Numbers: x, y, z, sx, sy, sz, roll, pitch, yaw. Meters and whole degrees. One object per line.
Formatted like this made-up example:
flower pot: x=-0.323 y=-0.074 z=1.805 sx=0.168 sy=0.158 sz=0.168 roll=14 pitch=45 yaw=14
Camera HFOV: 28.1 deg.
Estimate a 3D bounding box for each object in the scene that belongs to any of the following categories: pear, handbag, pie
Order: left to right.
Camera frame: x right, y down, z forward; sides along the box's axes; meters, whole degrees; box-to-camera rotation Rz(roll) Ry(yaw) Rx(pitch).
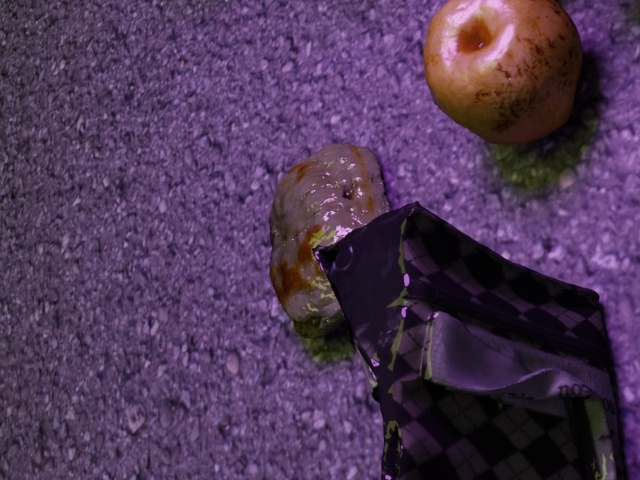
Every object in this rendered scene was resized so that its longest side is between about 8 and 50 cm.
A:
pie: x=0.000 y=0.000 z=1.537 sx=0.201 sy=0.090 sz=0.248 roll=-43 pitch=40 yaw=33
handbag: x=0.136 y=0.199 z=1.089 sx=0.180 sy=0.316 sz=0.416 roll=-24 pitch=55 yaw=34
pear: x=0.193 y=-0.180 z=1.336 sx=0.178 sy=0.178 sz=0.178 roll=-26 pitch=54 yaw=41
